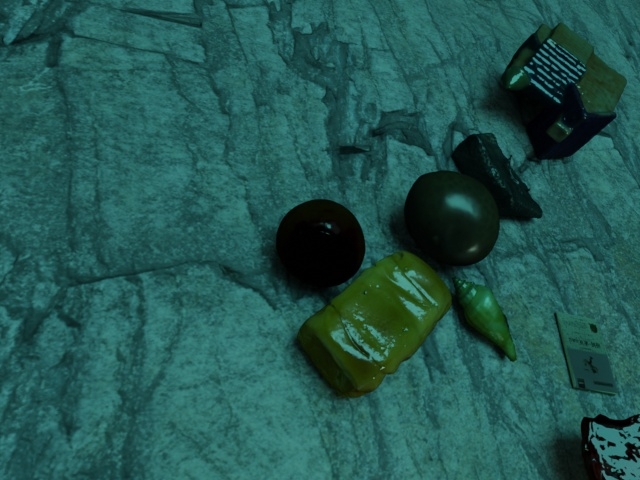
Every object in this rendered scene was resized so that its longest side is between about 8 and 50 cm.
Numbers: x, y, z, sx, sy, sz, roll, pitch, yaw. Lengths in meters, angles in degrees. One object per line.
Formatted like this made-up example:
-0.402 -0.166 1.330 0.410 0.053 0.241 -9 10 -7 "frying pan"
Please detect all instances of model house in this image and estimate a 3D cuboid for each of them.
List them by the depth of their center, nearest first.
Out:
0.638 -0.393 1.584 0.312 0.245 0.280 37 59 -2 "model house"

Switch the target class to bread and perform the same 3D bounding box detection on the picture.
0.107 0.142 1.027 0.167 0.132 0.294 46 52 13 "bread"

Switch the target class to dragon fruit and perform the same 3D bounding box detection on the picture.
0.598 0.504 1.077 0.285 0.228 0.330 4 70 0 "dragon fruit"

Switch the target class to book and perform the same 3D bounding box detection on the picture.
0.597 0.252 1.291 0.127 0.014 0.182 13 55 -21 "book"

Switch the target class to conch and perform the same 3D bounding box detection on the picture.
0.342 0.150 1.182 0.201 0.079 0.095 51 36 -13 "conch"

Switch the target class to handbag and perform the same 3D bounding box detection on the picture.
0.445 -0.165 1.435 0.175 0.088 0.271 -6 64 -40 "handbag"

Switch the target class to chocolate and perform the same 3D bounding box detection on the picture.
0.000 0.000 1.053 0.176 0.177 0.177 13 56 -20 "chocolate"

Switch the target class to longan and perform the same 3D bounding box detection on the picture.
0.272 -0.049 1.199 0.212 0.198 0.198 27 52 -9 "longan"
